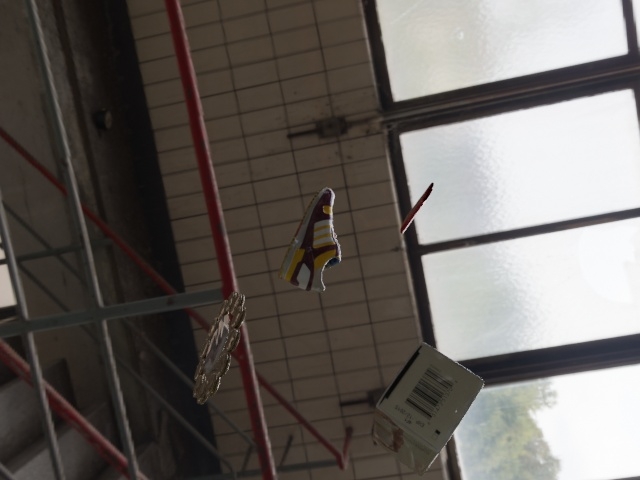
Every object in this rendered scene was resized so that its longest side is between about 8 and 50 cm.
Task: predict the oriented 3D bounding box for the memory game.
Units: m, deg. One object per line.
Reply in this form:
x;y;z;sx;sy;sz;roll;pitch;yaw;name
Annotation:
-0.161;0.167;0.902;0.186;0.012;0.186;-52;-155;36;memory game

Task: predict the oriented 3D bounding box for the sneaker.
0.000;0.000;0.921;0.069;0.084;0.185;119;-4;-62;sneaker

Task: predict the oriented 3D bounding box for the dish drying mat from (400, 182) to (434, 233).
0.118;-0.038;0.698;0.032;0.008;0.083;-58;177;-28;dish drying mat

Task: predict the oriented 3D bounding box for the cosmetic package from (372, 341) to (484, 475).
0.190;0.324;1.065;0.153;0.129;0.296;-49;158;-22;cosmetic package
